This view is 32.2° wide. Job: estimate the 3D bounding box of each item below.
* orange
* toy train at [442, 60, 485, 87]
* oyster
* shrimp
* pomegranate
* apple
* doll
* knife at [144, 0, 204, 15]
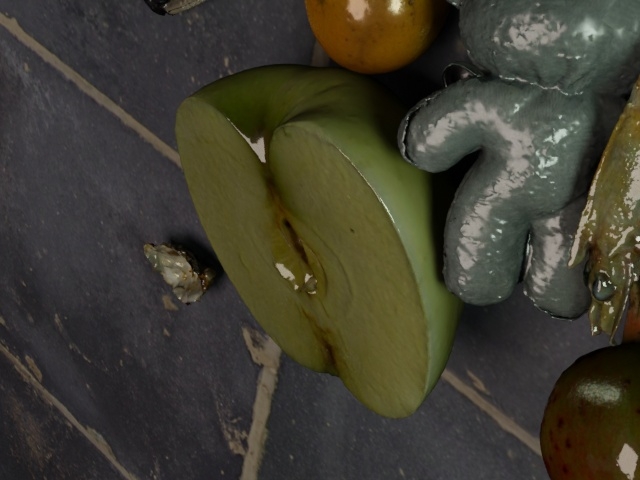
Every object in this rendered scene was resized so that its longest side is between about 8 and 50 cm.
[{"bbox_3d":[0.058,-0.240,1.069,0.159,0.136,0.159,43,140,52],"label":"orange"},{"bbox_3d":[0.208,-0.088,1.060,0.234,0.051,0.052,50,140,14],"label":"toy train"},{"bbox_3d":[-0.196,0.043,1.607,0.148,0.051,0.103,27,143,48],"label":"oyster"},{"bbox_3d":[0.306,-0.048,0.884,0.168,0.077,0.317,19,115,-2],"label":"shrimp"},{"bbox_3d":[0.304,0.154,1.001,0.198,0.198,0.246,23,110,39],"label":"pomegranate"},{"bbox_3d":[0.000,0.000,1.174,0.311,0.320,0.360,-12,122,12],"label":"apple"},{"bbox_3d":[0.192,-0.105,0.973,0.246,0.158,0.340,4,114,4],"label":"doll"},{"bbox_3d":[-0.120,-0.331,1.292,0.365,0.043,0.089,-4,110,49],"label":"knife"}]
